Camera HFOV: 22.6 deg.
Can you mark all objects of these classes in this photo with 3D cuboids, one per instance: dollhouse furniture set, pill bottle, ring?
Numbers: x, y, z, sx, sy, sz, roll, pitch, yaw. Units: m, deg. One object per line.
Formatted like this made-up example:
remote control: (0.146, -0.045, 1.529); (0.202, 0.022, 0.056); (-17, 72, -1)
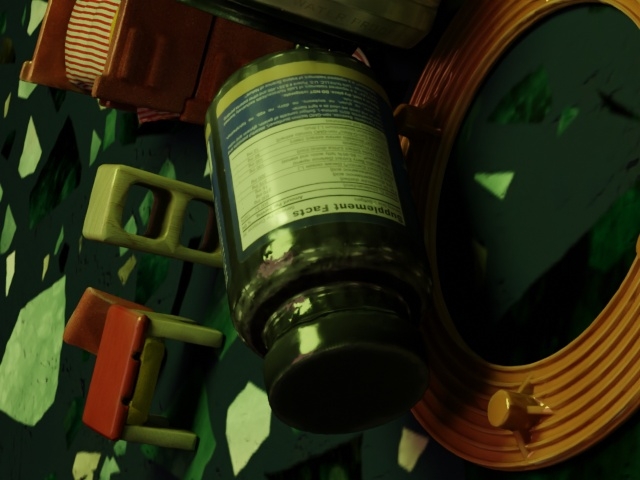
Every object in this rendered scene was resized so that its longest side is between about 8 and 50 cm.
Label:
dollhouse furniture set: (-0.164, -0.039, 1.306); (0.201, 0.152, 0.374); (13, 89, 62)
pill bottle: (0.000, 0.000, 0.964); (0.123, 0.122, 0.219); (-49, 39, 40)
ring: (0.120, -0.036, 0.927); (0.336, 0.032, 0.337); (-35, 48, 51)

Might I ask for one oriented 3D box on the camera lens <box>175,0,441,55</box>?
camera lens: (0.002, -0.270, 1.043); (0.219, 0.219, 0.274); (34, 108, 60)

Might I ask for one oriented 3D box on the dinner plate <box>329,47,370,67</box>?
dinner plate: (0.006, -0.074, 1.162); (0.141, 0.017, 0.141); (-33, 50, 50)
